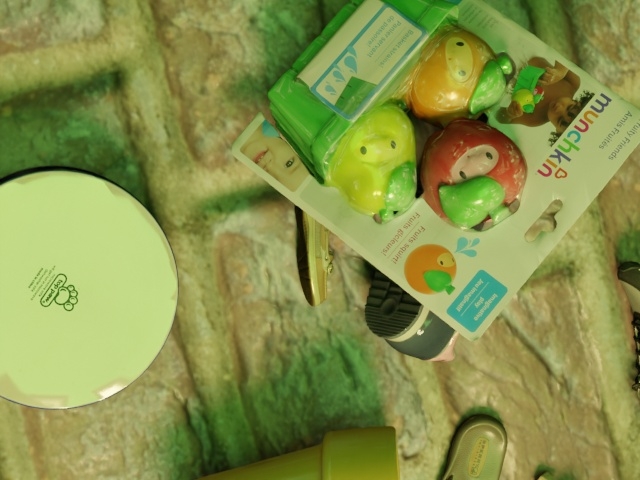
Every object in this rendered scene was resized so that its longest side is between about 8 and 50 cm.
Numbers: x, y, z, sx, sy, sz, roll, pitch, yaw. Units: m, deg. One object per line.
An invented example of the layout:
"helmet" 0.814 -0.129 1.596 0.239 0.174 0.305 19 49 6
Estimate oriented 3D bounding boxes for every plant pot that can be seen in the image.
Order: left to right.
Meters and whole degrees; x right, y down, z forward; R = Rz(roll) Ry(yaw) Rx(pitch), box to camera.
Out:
"plant pot" -0.024 0.342 1.641 0.239 0.254 0.254 -4 95 4

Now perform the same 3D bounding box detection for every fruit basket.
"fruit basket" 0.131 -0.118 1.614 0.353 0.165 0.327 38 79 20

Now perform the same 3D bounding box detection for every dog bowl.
"dog bowl" -0.291 0.051 1.619 0.265 0.104 0.265 -1 94 -12

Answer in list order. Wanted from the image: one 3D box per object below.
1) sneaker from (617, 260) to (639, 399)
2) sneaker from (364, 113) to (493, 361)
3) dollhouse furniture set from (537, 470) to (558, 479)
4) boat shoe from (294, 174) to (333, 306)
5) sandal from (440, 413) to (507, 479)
"sneaker" 0.424 0.150 1.790 0.108 0.100 0.271 -27 99 -4
"sneaker" 0.168 -0.006 1.734 0.131 0.112 0.319 37 79 -42
"dollhouse furniture set" 0.292 0.357 1.818 0.081 0.091 0.114 6 121 -52
"boat shoe" -0.001 0.000 1.707 0.048 0.056 0.153 -4 85 -15
"sandal" 0.183 0.320 1.764 0.090 0.060 0.219 16 90 -13
